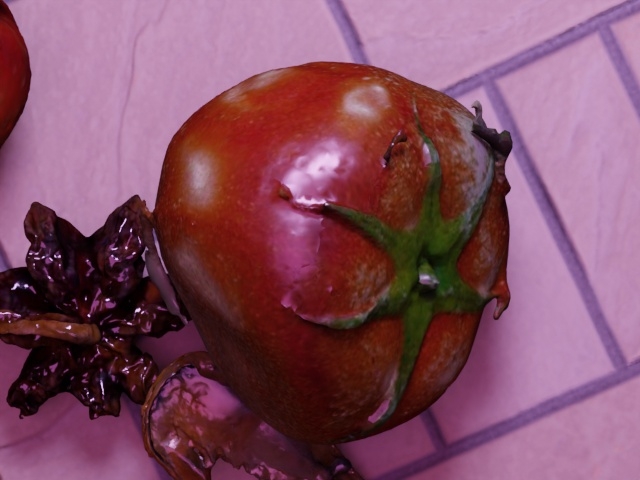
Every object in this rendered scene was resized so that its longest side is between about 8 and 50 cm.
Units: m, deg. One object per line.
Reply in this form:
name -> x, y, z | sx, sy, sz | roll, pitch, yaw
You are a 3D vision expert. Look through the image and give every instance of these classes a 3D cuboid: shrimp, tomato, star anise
shrimp -> -0.041, 0.196, 1.652 | 0.262, 0.066, 0.117 | 44, 96, -11
tomato -> 0.000, 0.000, 1.533 | 0.239, 0.303, 0.303 | 17, 96, 39
star anise -> -0.199, 0.070, 1.645 | 0.190, 0.126, 0.220 | 37, 103, -22

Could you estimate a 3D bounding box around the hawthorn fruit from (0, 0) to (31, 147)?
hawthorn fruit -> -0.370, -0.142, 1.607 | 0.258, 0.258, 0.262 | 25, 77, 7
